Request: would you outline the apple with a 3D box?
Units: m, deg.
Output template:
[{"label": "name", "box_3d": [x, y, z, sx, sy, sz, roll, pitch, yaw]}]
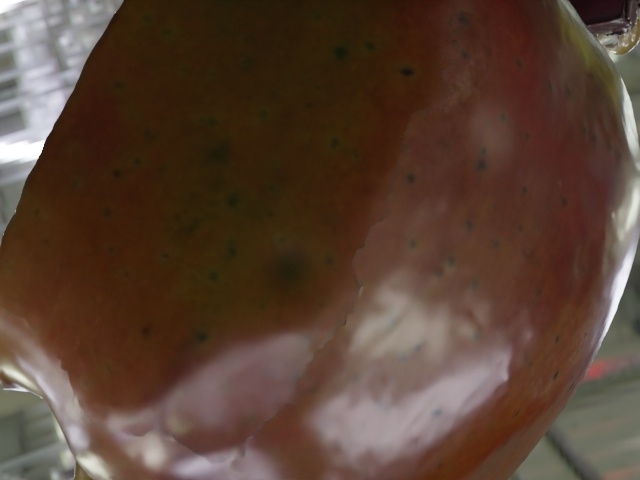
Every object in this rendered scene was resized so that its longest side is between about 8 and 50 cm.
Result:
[{"label": "apple", "box_3d": [0.000, 0.000, 0.872, 0.365, 0.329, 0.295, -52, -167, -31]}]

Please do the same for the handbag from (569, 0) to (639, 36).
[{"label": "handbag", "box_3d": [0.203, -0.228, 1.411, 0.216, 0.074, 0.203, -5, -150, 44]}]

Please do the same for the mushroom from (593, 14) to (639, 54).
[{"label": "mushroom", "box_3d": [0.143, -0.095, 1.450, 0.306, 0.068, 0.043, -37, -116, -2]}]
